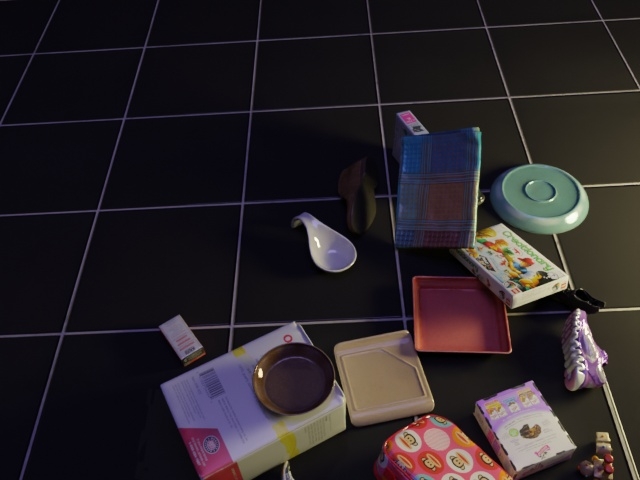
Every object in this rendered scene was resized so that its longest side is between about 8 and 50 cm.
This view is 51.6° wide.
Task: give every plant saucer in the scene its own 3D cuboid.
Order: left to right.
[{"bbox_3d":[-0.063,0.338,1.597,0.199,0.036,0.198,-2,48,2],"label":"plant saucer"},{"bbox_3d":[0.392,0.217,1.876,0.259,0.047,0.258,1,49,4],"label":"plant saucer"},{"bbox_3d":[0.720,-0.151,2.176,0.318,0.043,0.317,-2,48,2],"label":"plant saucer"}]

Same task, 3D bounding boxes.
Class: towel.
[{"bbox_3d":[0.355,-0.158,2.027,0.272,0.040,0.370,-1,80,36],"label":"towel"}]

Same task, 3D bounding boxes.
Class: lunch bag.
[{"bbox_3d":[0.271,0.550,1.495,0.258,0.120,0.293,-15,44,-41],"label":"lunch bag"}]

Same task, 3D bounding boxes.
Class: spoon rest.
[{"bbox_3d":[0.000,0.000,2.071,0.137,0.084,0.276,-31,53,-20],"label":"spoon rest"}]

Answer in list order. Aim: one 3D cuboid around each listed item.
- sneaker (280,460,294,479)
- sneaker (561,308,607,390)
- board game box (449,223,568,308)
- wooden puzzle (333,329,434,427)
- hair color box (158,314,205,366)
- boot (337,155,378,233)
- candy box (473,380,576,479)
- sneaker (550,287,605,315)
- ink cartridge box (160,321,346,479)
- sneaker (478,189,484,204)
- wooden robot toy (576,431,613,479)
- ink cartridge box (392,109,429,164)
[{"bbox_3d":[-0.078,0.580,1.610,0.037,0.032,0.083,8,54,-6],"label":"sneaker"},{"bbox_3d":[0.707,0.295,1.762,0.105,0.095,0.236,9,55,3],"label":"sneaker"},{"bbox_3d":[0.543,0.067,1.939,0.193,0.053,0.305,-17,37,-19],"label":"board game box"},{"bbox_3d":[0.165,0.367,1.770,0.221,0.044,0.238,-10,53,-5],"label":"wooden puzzle"},{"bbox_3d":[-0.394,0.283,1.880,0.072,0.043,0.141,-30,52,-20],"label":"hair color box"},{"bbox_3d":[0.114,-0.139,2.196,0.115,0.112,0.305,-16,46,32],"label":"boot"},{"bbox_3d":[0.498,0.468,1.633,0.165,0.070,0.196,-17,49,-10],"label":"candy box"},{"bbox_3d":[0.718,0.156,1.875,0.051,0.089,0.170,-30,54,-20],"label":"sneaker"},{"bbox_3d":[-0.162,0.419,1.665,0.385,0.160,0.279,-24,52,-16],"label":"ink cartridge box"},{"bbox_3d":[0.454,-0.212,2.193,0.087,0.130,0.227,-28,55,-17],"label":"sneaker"},{"bbox_3d":[0.650,0.531,1.571,0.079,0.076,0.173,0,48,19],"label":"wooden robot toy"},{"bbox_3d":[0.340,-0.271,2.213,0.065,0.185,0.311,-17,50,-14],"label":"ink cartridge box"}]
